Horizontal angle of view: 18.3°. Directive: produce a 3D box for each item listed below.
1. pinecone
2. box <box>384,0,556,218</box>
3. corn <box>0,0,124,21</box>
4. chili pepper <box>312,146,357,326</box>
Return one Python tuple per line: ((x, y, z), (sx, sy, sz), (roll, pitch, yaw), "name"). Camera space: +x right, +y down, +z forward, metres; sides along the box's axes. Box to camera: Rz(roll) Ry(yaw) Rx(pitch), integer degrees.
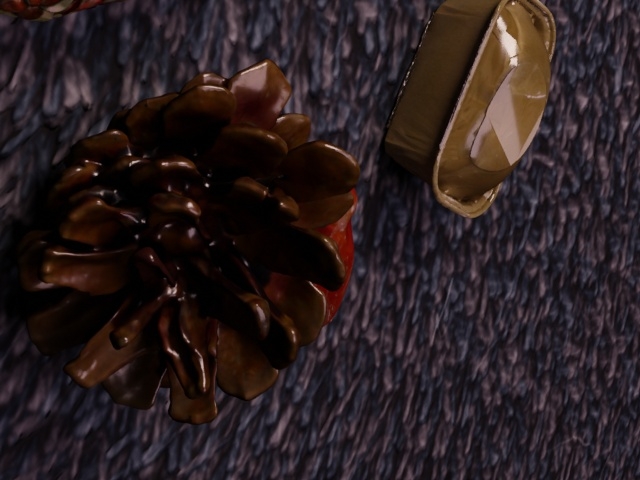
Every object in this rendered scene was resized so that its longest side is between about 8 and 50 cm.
((-0.078, 0.008, 1.241), (0.229, 0.201, 0.202), (-39, 112, 6), "pinecone")
((0.124, -0.108, 1.537), (0.111, 0.111, 0.177), (26, 85, -56), "box")
((-0.108, -0.183, 1.188), (0.280, 0.092, 0.092), (-16, 120, -55), "corn")
((0.000, -0.001, 1.470), (0.059, 0.050, 0.191), (-40, 148, -40), "chili pepper")
